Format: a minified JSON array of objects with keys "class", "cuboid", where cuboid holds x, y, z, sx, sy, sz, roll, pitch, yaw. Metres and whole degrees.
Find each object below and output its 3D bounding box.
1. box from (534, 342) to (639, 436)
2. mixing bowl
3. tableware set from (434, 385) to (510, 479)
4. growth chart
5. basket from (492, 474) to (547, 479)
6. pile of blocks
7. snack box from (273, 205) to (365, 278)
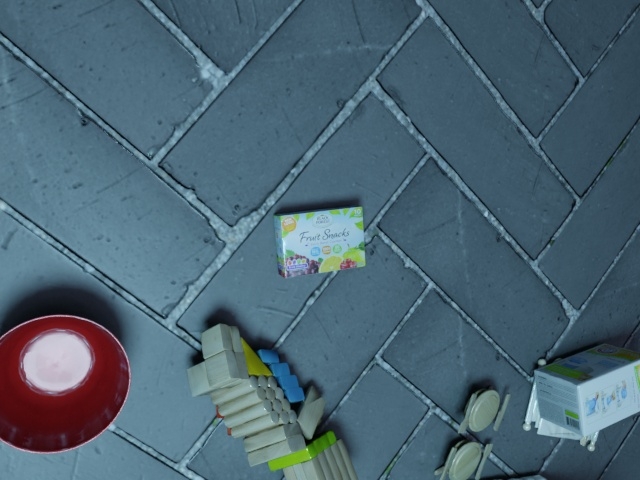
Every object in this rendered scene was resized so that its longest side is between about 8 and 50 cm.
[{"class":"box","cuboid":[0.541,0.288,1.142,0.203,0.114,0.103,-13,98,-23]},{"class":"mixing bowl","cuboid":[-0.352,0.175,0.773,0.181,0.098,0.181,-4,99,-24]},{"class":"tableware set","cuboid":[0.283,0.366,1.105,0.128,0.039,0.194,13,98,-39]},{"class":"growth chart","cuboid":[0.520,0.341,1.213,0.237,0.021,0.172,21,89,-24]},{"class":"basket","cuboid":[0.340,0.650,1.049,0.331,0.266,0.328,3,97,-22]},{"class":"pile of blocks","cuboid":[-0.082,0.282,0.916,0.112,0.149,0.362,-28,102,28]},{"class":"snack box","cuboid":[0.000,0.000,0.933,0.141,0.037,0.100,-8,99,-22]}]
